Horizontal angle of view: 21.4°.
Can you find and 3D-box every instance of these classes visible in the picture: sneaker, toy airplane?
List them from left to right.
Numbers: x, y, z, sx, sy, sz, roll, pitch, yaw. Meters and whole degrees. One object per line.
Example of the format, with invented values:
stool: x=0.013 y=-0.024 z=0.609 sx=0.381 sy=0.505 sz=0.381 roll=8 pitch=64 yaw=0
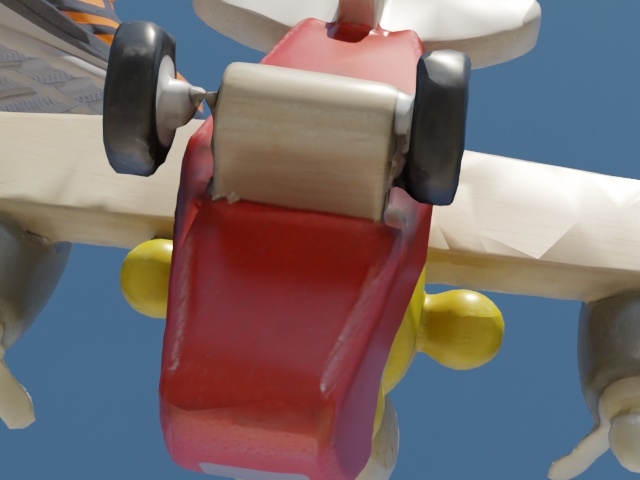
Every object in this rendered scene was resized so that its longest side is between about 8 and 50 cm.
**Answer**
sneaker: x=-0.166 y=-0.178 z=0.974 sx=0.321 sy=0.124 sz=0.180 roll=34 pitch=-117 yaw=-46
toy airplane: x=0.000 y=0.000 z=0.825 sx=0.384 sy=0.386 sz=0.272 roll=-12 pitch=-65 yaw=-37
